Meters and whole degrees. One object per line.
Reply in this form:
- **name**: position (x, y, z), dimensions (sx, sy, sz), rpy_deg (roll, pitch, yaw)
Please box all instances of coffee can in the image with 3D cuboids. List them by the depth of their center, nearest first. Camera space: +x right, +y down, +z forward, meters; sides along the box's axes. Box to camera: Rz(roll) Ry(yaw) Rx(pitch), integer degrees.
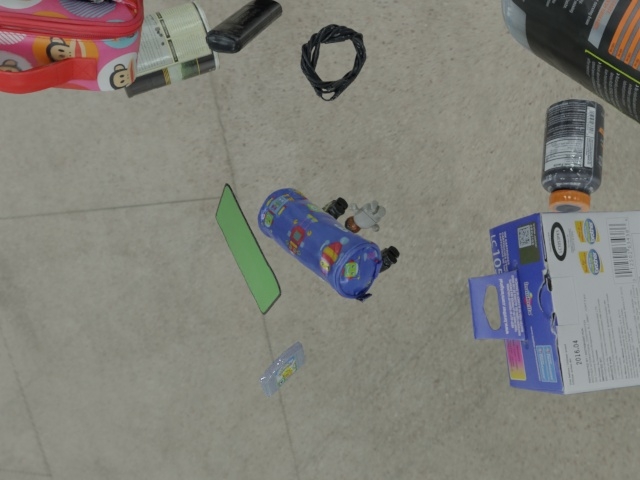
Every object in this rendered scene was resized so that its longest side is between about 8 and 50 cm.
- **coffee can**: position (-0.449, -0.542, 1.796), dimensions (0.275, 0.201, 0.202), rpy_deg (-21, 103, -12)

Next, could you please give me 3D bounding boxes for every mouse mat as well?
- **mouse mat**: position (-0.115, 0.018, 0.985), dimensions (0.190, 0.007, 0.152), rpy_deg (62, 158, 10)

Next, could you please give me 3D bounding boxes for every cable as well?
- **cable**: position (0.032, -0.432, 1.498), dimensions (0.184, 0.047, 0.150), rpy_deg (-47, 115, -12)

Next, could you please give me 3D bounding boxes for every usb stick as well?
- **usb stick**: position (-0.151, -0.441, 1.293), dimensions (0.077, 0.278, 0.045), rpy_deg (15, 126, 8)

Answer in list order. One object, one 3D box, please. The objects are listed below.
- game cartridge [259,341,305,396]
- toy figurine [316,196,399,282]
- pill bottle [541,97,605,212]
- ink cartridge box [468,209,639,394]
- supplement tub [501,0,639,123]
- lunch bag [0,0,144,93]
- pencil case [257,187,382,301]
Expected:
- **game cartridge**: position (-0.055, 0.190, 0.942), dimensions (0.017, 0.083, 0.056), rpy_deg (32, 152, 31)
- **toy figurine**: position (0.076, 0.003, 1.640), dimensions (0.148, 0.213, 0.210), rpy_deg (-34, 66, 47)
- **pill bottle**: position (0.573, -0.186, 1.443), dimensions (0.130, 0.130, 0.246), rpy_deg (4, 76, 20)
- **ink cartridge box**: position (0.435, 0.091, 1.003), dimensions (0.395, 0.151, 0.270), rpy_deg (-2, 81, -18)
- **supplement tub**: position (0.354, -0.205, 0.592), dimensions (0.338, 0.207, 0.207), rpy_deg (51, 124, 35)
- **lunch bag**: position (-0.350, -0.264, 0.711), dimensions (0.293, 0.258, 0.120), rpy_deg (0, 142, -21)
- **pencil case**: position (0.000, 0.000, 1.265), dimensions (0.306, 0.133, 0.119), rpy_deg (36, 114, 45)
